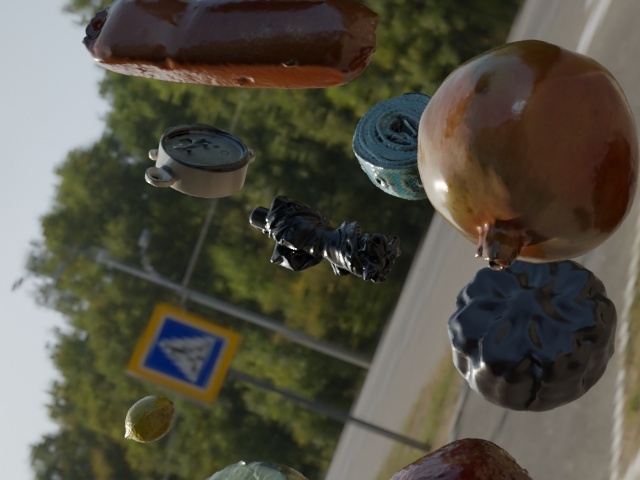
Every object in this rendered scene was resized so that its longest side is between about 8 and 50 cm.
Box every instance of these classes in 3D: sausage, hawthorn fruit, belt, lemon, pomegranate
[{"bbox_3d":[-0.101,-0.223,1.531,0.094,0.349,0.097,65,-147,-55],"label":"sausage"},{"bbox_3d":[0.149,0.355,1.642,0.253,0.205,0.205,-23,-22,-18],"label":"hawthorn fruit"},{"bbox_3d":[0.123,-0.127,1.871,0.163,0.148,0.082,-90,-25,-46],"label":"belt"},{"bbox_3d":[-0.250,0.261,1.976,0.092,0.065,0.065,-37,6,15],"label":"lemon"},{"bbox_3d":[0.227,-0.082,1.506,0.252,0.229,0.270,38,-126,-39],"label":"pomegranate"}]

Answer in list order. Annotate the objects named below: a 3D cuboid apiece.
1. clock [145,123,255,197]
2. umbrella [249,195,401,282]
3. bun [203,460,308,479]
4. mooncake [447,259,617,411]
[{"bbox_3d":[-0.197,-0.138,2.274,0.229,0.156,0.063,-17,-45,-43],"label":"clock"},{"bbox_3d":[0.001,0.001,2.349,0.110,0.272,0.122,-55,-27,-38],"label":"umbrella"},{"bbox_3d":[-0.103,0.458,2.010,0.259,0.152,0.259,-26,42,26],"label":"bun"},{"bbox_3d":[0.355,0.145,2.293,0.141,0.283,0.283,72,-148,-48],"label":"mooncake"}]
